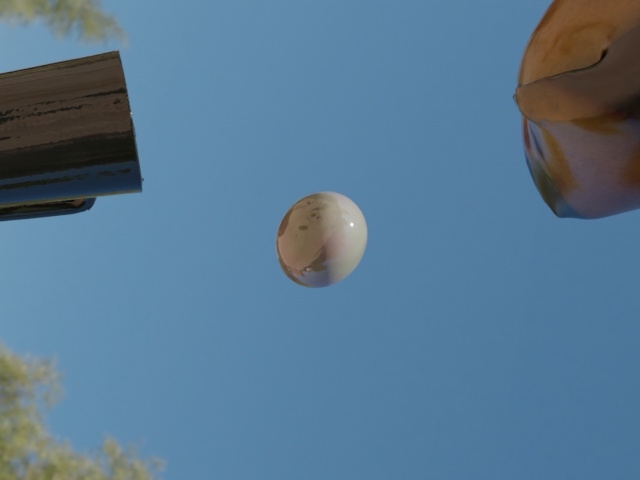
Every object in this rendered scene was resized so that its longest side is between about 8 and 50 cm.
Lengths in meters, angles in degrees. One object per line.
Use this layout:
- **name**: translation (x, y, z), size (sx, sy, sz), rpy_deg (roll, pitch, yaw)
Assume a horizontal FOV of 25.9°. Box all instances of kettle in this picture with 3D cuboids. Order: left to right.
- **kettle**: translation (-0.417, -0.141, 1.973), size (0.262, 0.308, 0.203), rpy_deg (146, -66, -82)

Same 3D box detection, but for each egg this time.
- **egg**: translation (0.000, 0.000, 1.603), size (0.135, 0.103, 0.103), rpy_deg (123, -27, -54)

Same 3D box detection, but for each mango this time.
- **mango**: translation (0.223, -0.139, 0.822), size (0.287, 0.152, 0.201), rpy_deg (-44, -148, -2)
